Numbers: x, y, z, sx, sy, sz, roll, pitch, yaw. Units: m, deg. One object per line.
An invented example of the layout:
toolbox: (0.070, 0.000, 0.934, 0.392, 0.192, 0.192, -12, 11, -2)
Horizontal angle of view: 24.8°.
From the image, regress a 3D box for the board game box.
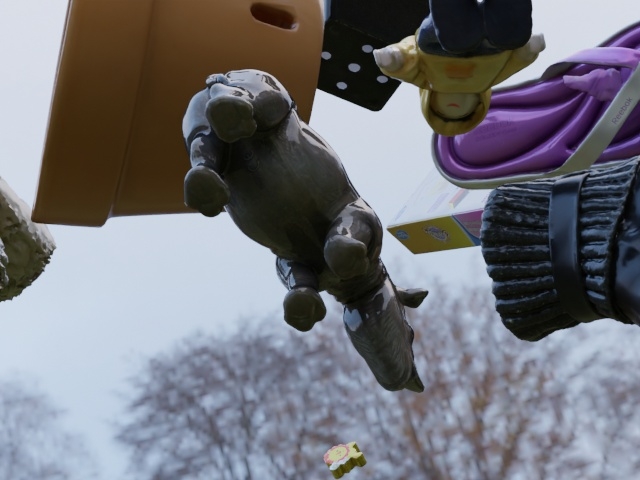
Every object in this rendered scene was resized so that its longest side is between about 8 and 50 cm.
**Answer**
board game box: (0.246, -0.097, 2.029, 0.242, 0.064, 0.316, -51, 15, -17)

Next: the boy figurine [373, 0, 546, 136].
boy figurine: (0.142, -0.190, 1.533, 0.177, 0.092, 0.285, -4, -15, -5)

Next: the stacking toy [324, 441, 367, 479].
stacking toy: (0.081, 0.370, 1.829, 0.052, 0.221, 0.167, -28, -66, -6)

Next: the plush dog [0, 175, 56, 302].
plush dog: (-0.389, 0.005, 1.273, 0.225, 0.210, 0.262, -33, 5, 7)

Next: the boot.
boot: (0.298, 0.071, 1.449, 0.260, 0.348, 0.131, -17, -35, 27)

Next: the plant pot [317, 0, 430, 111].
plant pot: (0.056, -0.280, 1.859, 0.187, 0.167, 0.188, 21, -38, -14)

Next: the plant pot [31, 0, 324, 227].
plant pot: (-0.119, -0.140, 1.223, 0.203, 0.291, 0.291, 10, -35, -13)

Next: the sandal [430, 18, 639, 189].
sandal: (0.308, -0.155, 1.720, 0.416, 0.169, 0.102, -23, -16, 29)

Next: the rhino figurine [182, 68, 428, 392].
rhino figurine: (0.000, 0.000, 0.848, 0.073, 0.106, 0.243, -31, -66, 14)
